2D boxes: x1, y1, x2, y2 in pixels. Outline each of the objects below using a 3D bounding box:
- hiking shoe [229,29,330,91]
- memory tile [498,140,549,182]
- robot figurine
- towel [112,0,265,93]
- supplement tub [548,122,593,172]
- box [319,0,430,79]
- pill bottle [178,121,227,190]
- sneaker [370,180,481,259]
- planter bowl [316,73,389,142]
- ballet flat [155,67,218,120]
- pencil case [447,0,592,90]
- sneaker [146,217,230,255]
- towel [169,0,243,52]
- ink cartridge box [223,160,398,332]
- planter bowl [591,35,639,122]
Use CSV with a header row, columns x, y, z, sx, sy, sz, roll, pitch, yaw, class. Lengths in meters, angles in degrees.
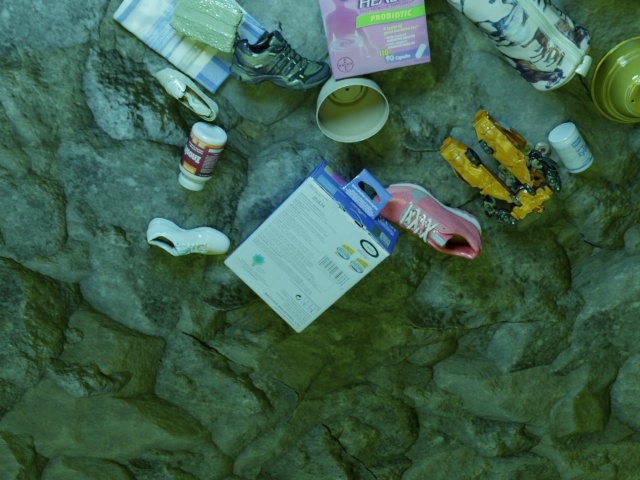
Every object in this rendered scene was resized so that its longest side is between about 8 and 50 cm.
x,y,z,sx,sy,sz,roll,pitch,yaw,class
-0.082,-0.398,1.766,0.226,0.086,0.114,0,130,-15,hiking shoe
0.498,-0.177,1.983,0.113,0.012,0.148,2,124,-2,memory tile
0.437,-0.169,1.930,0.291,0.085,0.211,40,118,-19,robot figurine
-0.285,-0.474,1.757,0.285,0.034,0.209,36,117,-23,towel
0.599,-0.220,1.922,0.071,0.071,0.107,-32,120,18,supplement tub
0.110,-0.490,1.704,0.213,0.117,0.243,-9,123,5,box
-0.284,-0.197,1.909,0.086,0.086,0.152,18,121,-13,pill bottle
0.273,-0.046,1.992,0.313,0.136,0.116,21,120,-14,sneaker
0.065,-0.317,1.813,0.162,0.109,0.162,-5,137,-5,planter bowl
-0.302,-0.333,1.838,0.168,0.052,0.057,33,117,-21,ballet flat
0.391,-0.485,1.668,0.410,0.183,0.160,36,98,-25,pencil case
-0.337,0.011,2.042,0.212,0.094,0.080,12,121,-9,sneaker
-0.243,-0.468,1.705,0.148,0.027,0.110,25,123,2,towel
0.000,0.000,1.970,0.270,0.151,0.395,44,116,-6,ink cartridge box
0.736,-0.347,1.829,0.217,0.090,0.217,-1,123,-1,planter bowl
